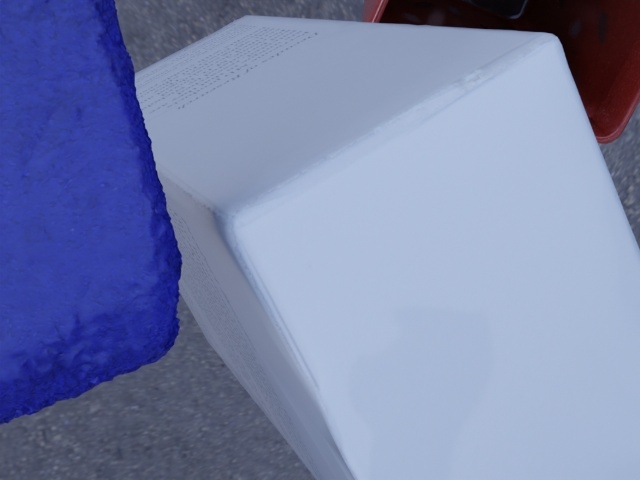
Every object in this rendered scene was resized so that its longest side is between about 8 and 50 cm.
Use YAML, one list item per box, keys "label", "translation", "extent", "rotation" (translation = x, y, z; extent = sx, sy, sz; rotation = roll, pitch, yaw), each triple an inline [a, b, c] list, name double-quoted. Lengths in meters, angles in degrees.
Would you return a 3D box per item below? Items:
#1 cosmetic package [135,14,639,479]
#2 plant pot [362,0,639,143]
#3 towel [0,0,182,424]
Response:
- label: "cosmetic package"
  translation: [0.000, 0.000, 0.634]
  extent: [0.161, 0.453, 0.230]
  rotation: [-31, 112, -11]
- label: "plant pot"
  translation: [0.189, -0.289, 0.996]
  extent: [0.267, 0.235, 0.267]
  rotation: [17, 113, -17]
- label: "towel"
  translation: [-0.210, -0.023, 0.317]
  extent: [0.308, 0.076, 0.227]
  rotation: [-17, 107, -21]
